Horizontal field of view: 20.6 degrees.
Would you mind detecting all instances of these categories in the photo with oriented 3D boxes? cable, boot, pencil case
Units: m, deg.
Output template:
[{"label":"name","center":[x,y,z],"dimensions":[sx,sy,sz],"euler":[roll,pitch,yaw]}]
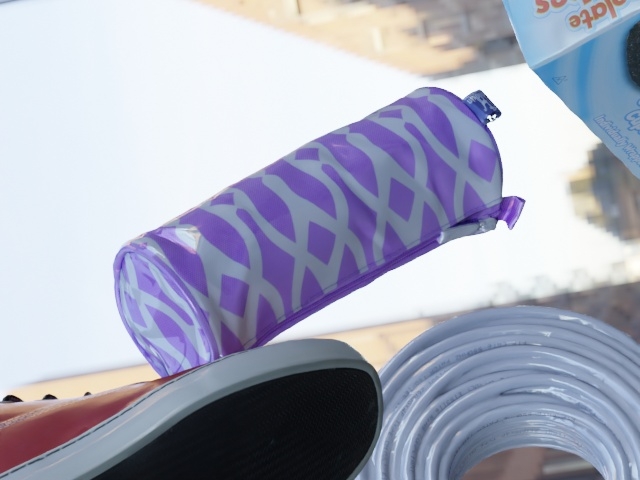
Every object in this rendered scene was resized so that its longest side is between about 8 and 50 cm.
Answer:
[{"label":"cable","center":[0.134,0.162,1.118],"dimensions":[0.257,0.257,0.089],"euler":[-57,-24,-31]},{"label":"boot","center":[-0.109,0.081,0.756],"dimensions":[0.176,0.244,0.088],"euler":[24,125,48]},{"label":"pencil case","center":[0.000,0.000,0.855],"dimensions":[0.088,0.206,0.086],"euler":[53,152,17]}]

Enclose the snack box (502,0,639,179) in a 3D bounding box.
[{"label":"snack box","center":[0.243,-0.087,0.904],"dimensions":[0.322,0.187,0.060],"euler":[33,-146,-53]}]
